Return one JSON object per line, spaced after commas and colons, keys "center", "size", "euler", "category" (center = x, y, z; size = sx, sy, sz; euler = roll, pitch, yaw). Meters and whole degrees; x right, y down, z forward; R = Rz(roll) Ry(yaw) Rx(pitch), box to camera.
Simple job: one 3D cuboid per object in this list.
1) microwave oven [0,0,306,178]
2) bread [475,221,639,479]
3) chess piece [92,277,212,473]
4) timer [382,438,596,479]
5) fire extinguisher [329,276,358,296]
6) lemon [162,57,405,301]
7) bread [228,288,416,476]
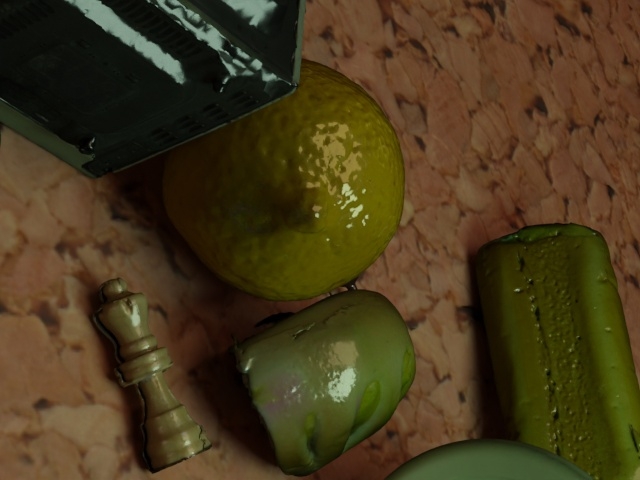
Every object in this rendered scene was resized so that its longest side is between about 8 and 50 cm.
{"center": [-0.214, -0.232, 1.199], "size": [0.355, 0.286, 0.218], "euler": [35, 49, -42], "category": "microwave oven"}
{"center": [0.283, 0.154, 1.712], "size": [0.112, 0.166, 0.383], "euler": [79, 5, -56], "category": "bread"}
{"center": [-0.153, 0.115, 1.282], "size": [0.060, 0.060, 0.172], "euler": [-19, 85, -54], "category": "chess piece"}
{"center": [0.192, 0.338, 1.468], "size": [0.315, 0.291, 0.290], "euler": [17, 56, -74], "category": "timer"}
{"center": [0.000, 0.000, 1.549], "size": [0.049, 0.035, 0.173], "euler": [-30, 93, -57], "category": "fire extinguisher"}
{"center": [-0.033, -0.058, 1.357], "size": [0.253, 0.228, 0.228], "euler": [142, -74, -87], "category": "lemon"}
{"center": [0.013, 0.130, 1.394], "size": [0.261, 0.156, 0.158], "euler": [-23, 89, -53], "category": "bread"}
